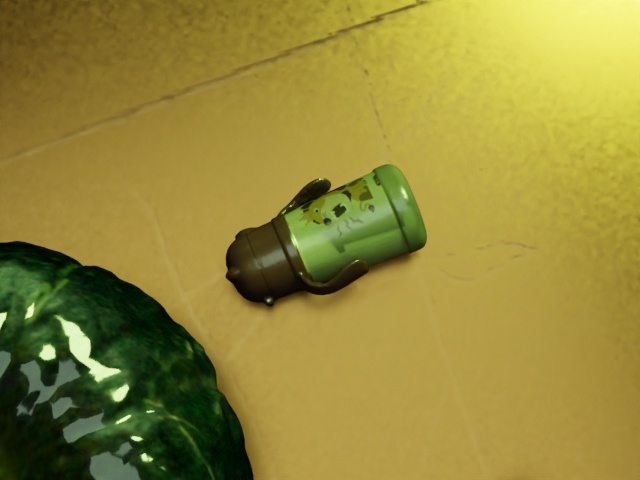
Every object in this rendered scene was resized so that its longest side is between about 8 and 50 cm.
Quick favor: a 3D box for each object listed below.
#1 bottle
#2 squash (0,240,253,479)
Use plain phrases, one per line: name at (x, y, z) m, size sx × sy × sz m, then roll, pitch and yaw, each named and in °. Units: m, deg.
bottle at (0.000, 0.000, 0.575) m, size 0.101 × 0.063 × 0.047 m, roll -22°, pitch 110°, yaw -2°
squash at (-0.153, 0.123, 0.490) m, size 0.252 × 0.165 × 0.252 m, roll 0°, pitch 79°, yaw 1°
